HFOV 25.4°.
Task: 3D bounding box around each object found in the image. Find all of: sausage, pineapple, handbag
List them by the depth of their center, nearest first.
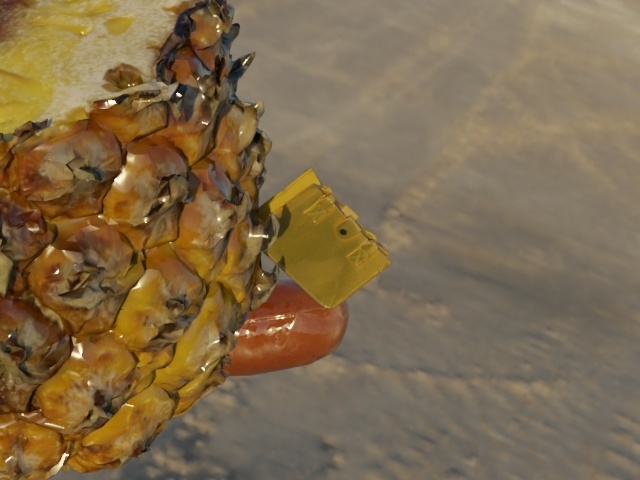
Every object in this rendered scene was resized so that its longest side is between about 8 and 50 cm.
[{"bbox_3d":[-0.195,-0.025,0.833,0.352,0.300,0.352,-2,37,1],"label":"pineapple"},{"bbox_3d":[0.000,0.000,0.937,0.083,0.061,0.027,44,19,-22],"label":"handbag"},{"bbox_3d":[-0.091,0.114,1.833,0.258,0.133,0.133,-6,14,5],"label":"sausage"}]
